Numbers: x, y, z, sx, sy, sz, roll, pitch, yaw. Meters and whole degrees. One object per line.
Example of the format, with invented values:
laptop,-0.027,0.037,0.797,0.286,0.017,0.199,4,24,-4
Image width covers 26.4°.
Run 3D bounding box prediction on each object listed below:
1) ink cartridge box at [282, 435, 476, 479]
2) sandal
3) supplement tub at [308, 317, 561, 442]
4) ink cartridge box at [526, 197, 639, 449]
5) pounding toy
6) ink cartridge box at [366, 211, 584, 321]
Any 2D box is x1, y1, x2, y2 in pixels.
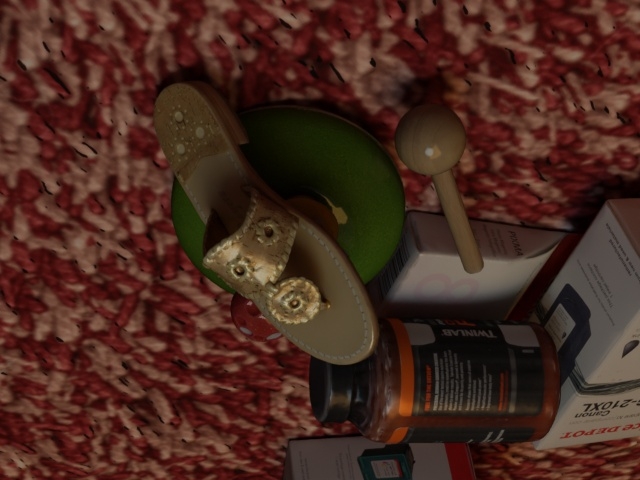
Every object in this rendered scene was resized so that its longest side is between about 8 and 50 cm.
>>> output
ink cartridge box,0.079,0.266,1.415,0.231,0.078,0.134,-2,140,-10
sandal,-0.061,-0.005,0.937,0.079,0.240,0.088,-17,159,-52
supplement tub,0.093,0.117,1.139,0.198,0.106,0.106,2,139,-15
ink cartridge box,0.285,0.074,1.197,0.172,0.100,0.237,-3,141,-26
pounding toy,0.000,0.000,1.020,0.237,0.110,0.183,-8,127,8
ink cartridge box,0.151,0.064,1.213,0.232,0.066,0.189,10,136,-17
